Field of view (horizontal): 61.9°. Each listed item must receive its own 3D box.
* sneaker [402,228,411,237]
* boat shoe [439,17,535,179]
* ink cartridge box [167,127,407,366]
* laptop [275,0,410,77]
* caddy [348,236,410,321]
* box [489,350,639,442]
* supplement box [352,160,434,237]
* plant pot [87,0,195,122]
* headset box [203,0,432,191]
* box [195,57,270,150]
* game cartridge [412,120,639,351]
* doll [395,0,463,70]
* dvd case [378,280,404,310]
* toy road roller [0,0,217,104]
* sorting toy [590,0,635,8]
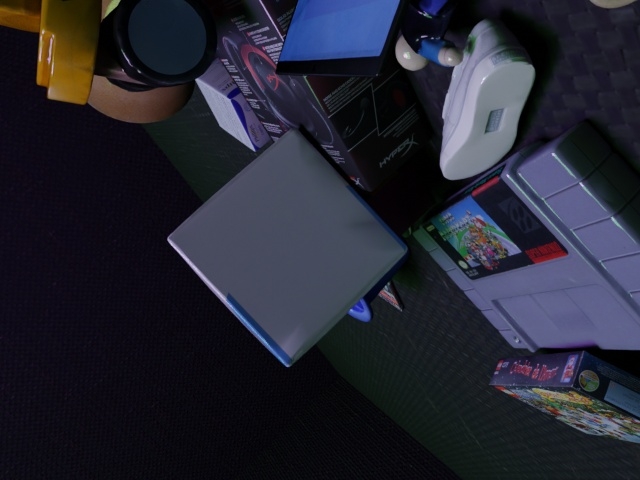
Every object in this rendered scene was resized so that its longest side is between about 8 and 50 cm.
[{"bbox_3d":[0.113,-0.034,0.853,0.083,0.035,0.031,53,166,-19],"label":"sneaker"},{"bbox_3d":[0.141,-0.121,0.490,0.184,0.066,0.063,68,-169,-66],"label":"boat shoe"},{"bbox_3d":[-0.053,0.021,0.719,0.198,0.197,0.270,47,168,-1],"label":"ink cartridge box"},{"bbox_3d":[-0.019,-0.263,0.358,0.264,0.136,0.234,56,173,-26],"label":"laptop"},{"bbox_3d":[0.000,0.000,0.999,0.341,0.179,0.241,47,167,8],"label":"caddy"},{"bbox_3d":[0.333,0.199,0.669,0.159,0.044,0.233,26,165,3],"label":"box"},{"bbox_3d":[0.059,-0.067,0.785,0.081,0.104,0.188,56,164,-29],"label":"supplement box"},{"bbox_3d":[-0.327,-0.380,0.958,0.237,0.237,0.254,48,151,1],"label":"plant pot"},{"bbox_3d":[-0.027,-0.216,0.629,0.293,0.110,0.218,56,165,-27],"label":"headset box"},{"bbox_3d":[-0.153,-0.257,0.997,0.137,0.072,0.126,39,163,37],"label":"box"},{"bbox_3d":[0.237,0.026,0.590,0.230,0.068,0.355,44,166,1],"label":"game cartridge"},{"bbox_3d":[0.089,-0.200,0.436,0.189,0.046,0.129,95,152,-75],"label":"doll"},{"bbox_3d":[0.139,0.101,1.191,0.087,0.013,0.119,33,161,48],"label":"dvd case"},{"bbox_3d":[-0.230,-0.300,0.510,0.202,0.240,0.329,24,108,59],"label":"toy road roller"},{"bbox_3d":[0.181,-0.183,0.219,0.307,0.041,0.229,52,166,-12],"label":"sorting toy"}]
